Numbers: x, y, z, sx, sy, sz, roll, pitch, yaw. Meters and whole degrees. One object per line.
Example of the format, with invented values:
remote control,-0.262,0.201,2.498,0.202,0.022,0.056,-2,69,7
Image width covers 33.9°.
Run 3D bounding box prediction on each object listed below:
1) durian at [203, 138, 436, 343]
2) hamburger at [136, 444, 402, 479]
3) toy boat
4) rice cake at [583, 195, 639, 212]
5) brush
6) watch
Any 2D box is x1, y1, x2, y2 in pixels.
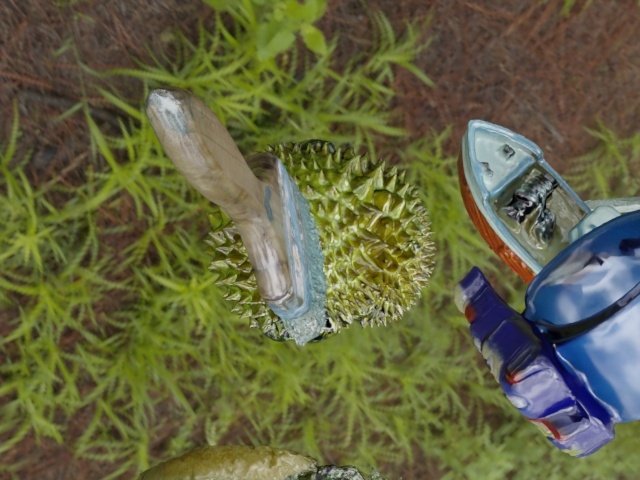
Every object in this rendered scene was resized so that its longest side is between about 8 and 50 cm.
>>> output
durian,-0.002,-0.003,1.198,0.291,0.291,0.224,-8,97,-30
hamburger,-0.043,0.256,0.848,0.285,0.134,0.265,19,146,-28
toy boat,0.307,-0.032,1.402,0.145,0.332,0.133,-37,169,-32
rice cake,0.434,-0.052,1.517,0.121,0.021,0.022,-6,150,-1
brush,-0.027,-0.012,0.383,0.021,0.070,0.196,-10,161,10
watch,0.235,0.069,0.860,0.200,0.196,0.171,-40,112,4
